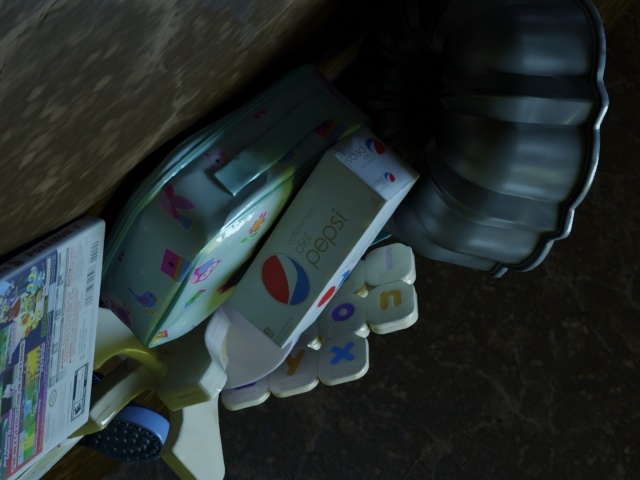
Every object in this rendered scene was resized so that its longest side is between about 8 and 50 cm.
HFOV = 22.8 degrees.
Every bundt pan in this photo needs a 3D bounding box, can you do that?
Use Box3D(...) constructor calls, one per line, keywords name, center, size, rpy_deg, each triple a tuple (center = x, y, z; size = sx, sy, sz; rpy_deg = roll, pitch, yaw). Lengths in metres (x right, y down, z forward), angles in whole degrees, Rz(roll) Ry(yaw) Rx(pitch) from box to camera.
Box3D(name="bundt pan", center=(0.128, -0.131, 1.498), size=(0.124, 0.331, 0.331), rpy_deg=(2, 151, -25))

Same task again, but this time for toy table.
Box3D(name="toy table", center=(-0.158, 0.123, 1.653), size=(0.274, 0.252, 0.161), rpy_deg=(-36, -166, 47))

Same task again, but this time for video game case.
Box3D(name="video game case", center=(-0.240, 0.098, 1.320), size=(0.183, 0.023, 0.201), rpy_deg=(-39, 142, -60))

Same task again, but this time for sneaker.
Box3D(name="sneaker", center=(-0.252, 0.193, 1.826), size=(0.232, 0.081, 0.090), rpy_deg=(3, -140, 36))

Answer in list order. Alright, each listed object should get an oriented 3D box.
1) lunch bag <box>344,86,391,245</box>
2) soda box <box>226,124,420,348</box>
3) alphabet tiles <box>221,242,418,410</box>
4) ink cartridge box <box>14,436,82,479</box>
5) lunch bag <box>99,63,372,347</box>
Box3D(name="lunch bag", center=(0.033, -0.075, 1.843), size=(0.262, 0.160, 0.223), rpy_deg=(-29, -169, 44))
Box3D(name="soda box", center=(0.000, 0.000, 1.462), size=(0.069, 0.074, 0.216), rpy_deg=(-39, 167, -50))
Box3D(name="alphabet tiles", center=(-0.026, 0.085, 1.830), size=(0.284, 0.021, 0.278), rpy_deg=(-16, -144, 11))
Box3D(name="ink cartridge box", center=(-0.339, 0.218, 1.720), size=(0.090, 0.092, 0.143), rpy_deg=(-44, 173, 14))
Box3D(name="lunch bag", center=(-0.081, -0.042, 1.491), size=(0.279, 0.108, 0.224), rpy_deg=(-41, 169, -39))
